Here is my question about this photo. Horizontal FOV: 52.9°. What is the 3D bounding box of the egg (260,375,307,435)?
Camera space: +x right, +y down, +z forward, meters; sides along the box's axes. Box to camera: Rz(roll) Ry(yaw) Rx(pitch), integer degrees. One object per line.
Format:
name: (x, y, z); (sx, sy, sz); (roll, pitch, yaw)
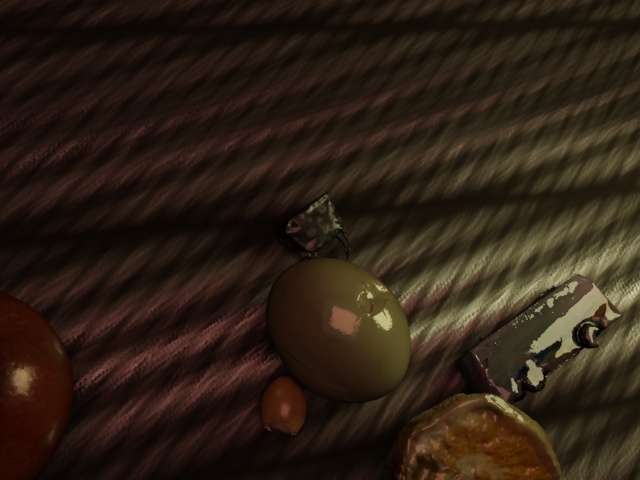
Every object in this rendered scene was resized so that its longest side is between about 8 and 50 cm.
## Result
egg: (-0.061, 0.278, 1.086); (0.080, 0.080, 0.096); (18, 59, -4)

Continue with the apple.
apple: (-0.531, 0.229, 0.902); (0.349, 0.277, 0.348); (3, 67, -7)

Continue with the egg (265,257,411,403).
egg: (0.031, 0.149, 1.077); (0.269, 0.219, 0.219); (36, 67, 1)

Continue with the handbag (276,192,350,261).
handbag: (0.000, 0.000, 1.217); (0.115, 0.072, 0.139); (-39, 94, -23)

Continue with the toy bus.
toy bus: (0.405, 0.190, 1.200); (0.317, 0.112, 0.138); (-29, 73, -21)

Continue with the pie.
pie: (0.256, 0.422, 1.076); (0.339, 0.077, 0.339); (0, 87, -7)
